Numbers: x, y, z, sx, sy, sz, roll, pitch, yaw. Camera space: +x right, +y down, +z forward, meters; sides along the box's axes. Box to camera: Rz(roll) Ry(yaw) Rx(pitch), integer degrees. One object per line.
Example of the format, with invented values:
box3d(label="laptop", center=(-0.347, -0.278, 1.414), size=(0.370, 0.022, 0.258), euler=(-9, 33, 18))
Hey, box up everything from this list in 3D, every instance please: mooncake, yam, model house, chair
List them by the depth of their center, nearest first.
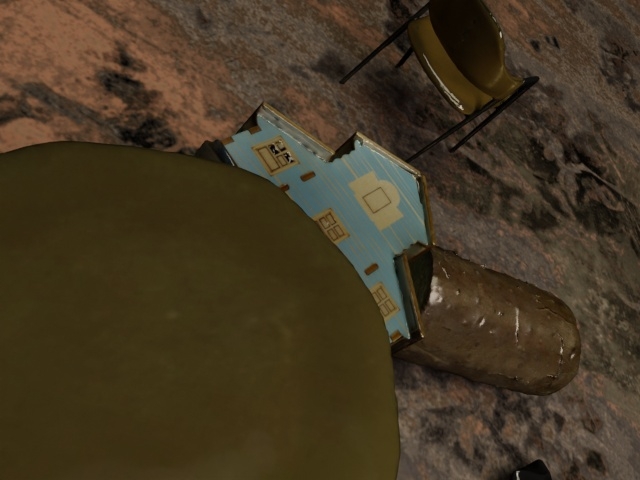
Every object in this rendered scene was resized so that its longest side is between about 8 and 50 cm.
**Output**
box3d(label="mooncake", center=(-0.145, 0.116, 0.497), size=(0.379, 0.200, 0.378), euler=(13, 49, -15))
box3d(label="model house", center=(0.000, 0.000, 0.713), size=(0.206, 0.178, 0.271), euler=(-32, 83, -41))
box3d(label="yam", center=(0.179, 0.093, 0.819), size=(0.238, 0.129, 0.128), euler=(19, 56, -25))
box3d(label="chair", center=(0.167, -0.222, 0.919), size=(0.172, 0.247, 0.158), euler=(-24, 80, -43))

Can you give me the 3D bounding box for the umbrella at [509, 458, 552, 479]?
box3d(label="umbrella", center=(0.224, 0.304, 0.746), size=(0.273, 0.122, 0.110), euler=(-7, 102, -42))
